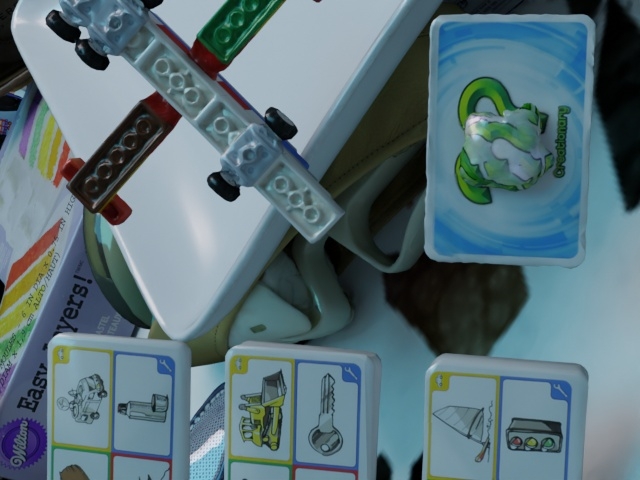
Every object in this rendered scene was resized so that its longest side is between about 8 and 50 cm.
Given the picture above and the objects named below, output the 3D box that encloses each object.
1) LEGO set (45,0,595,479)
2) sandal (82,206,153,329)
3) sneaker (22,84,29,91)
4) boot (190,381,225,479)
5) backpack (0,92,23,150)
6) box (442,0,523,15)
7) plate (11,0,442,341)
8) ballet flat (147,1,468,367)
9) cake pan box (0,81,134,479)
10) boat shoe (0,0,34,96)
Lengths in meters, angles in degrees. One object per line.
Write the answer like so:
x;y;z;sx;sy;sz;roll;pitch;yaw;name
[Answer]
-0.002;-0.012;0.382;0.060;0.182;0.244;-31;-57;-76;LEGO set
-0.052;-0.096;0.628;0.086;0.120;0.302;-9;67;33;sandal
-0.325;-0.222;1.152;0.072;0.077;0.178;-56;32;16;sneaker
-0.084;0.140;0.525;0.069;0.086;0.190;23;90;60;boot
-0.337;-0.070;0.976;0.117;0.173;0.158;-4;68;57;backpack
0.071;-0.177;0.504;0.126;0.072;0.137;-37;43;38;box
-0.024;-0.138;0.487;0.278;0.045;0.277;-54;44;18;plate
0.000;0.000;0.504;0.073;0.080;0.232;53;123;22;ballet flat
-0.192;0.013;0.801;0.266;0.070;0.246;-66;28;4;cake pan box
-0.147;-0.201;0.769;0.342;0.123;0.123;-29;37;27;boat shoe
